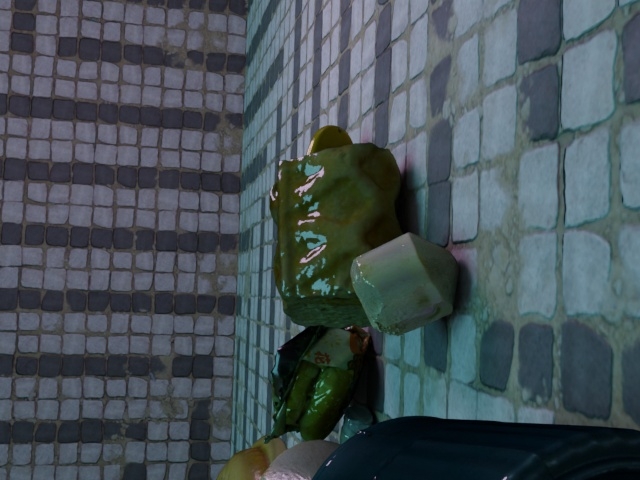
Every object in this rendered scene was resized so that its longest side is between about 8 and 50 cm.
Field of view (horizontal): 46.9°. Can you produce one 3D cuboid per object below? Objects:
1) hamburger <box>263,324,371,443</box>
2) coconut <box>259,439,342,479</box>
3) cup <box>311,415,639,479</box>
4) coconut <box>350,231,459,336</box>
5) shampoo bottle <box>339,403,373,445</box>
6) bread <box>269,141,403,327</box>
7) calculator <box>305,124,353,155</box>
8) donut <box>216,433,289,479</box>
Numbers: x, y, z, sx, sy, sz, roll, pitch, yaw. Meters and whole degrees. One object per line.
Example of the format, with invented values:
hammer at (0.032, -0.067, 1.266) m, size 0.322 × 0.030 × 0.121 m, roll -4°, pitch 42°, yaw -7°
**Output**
hamburger at (-0.010, 0.250, 1.213) m, size 0.235 × 0.125 × 0.214 m, roll -47°, pitch -29°, yaw -53°
coconut at (-0.001, 0.411, 1.075) m, size 0.241 × 0.241 × 0.241 m, roll -177°, pitch 90°, yaw -77°
cup at (0.127, 0.271, 0.496) m, size 0.292 × 0.242 × 0.308 m, roll 137°, pitch 137°, yaw -68°
coconut at (0.109, 0.050, 0.893) m, size 0.116 × 0.122 × 0.116 m, roll 59°, pitch -167°, yaw -23°
shampoo bottle at (0.049, 0.375, 1.211) m, size 0.072 × 0.049 × 0.212 m, roll -120°, pitch 36°, yaw -70°
bread at (0.027, 0.003, 1.094) m, size 0.196 × 0.238 × 0.252 m, roll 31°, pitch -123°, yaw -58°
calculator at (0.017, -0.082, 1.282) m, size 0.032 × 0.146 × 0.235 m, roll 2°, pitch 88°, yaw 38°
donut at (-0.113, 0.616, 1.473) m, size 0.449 × 0.198 × 0.449 m, roll -171°, pitch 90°, yaw -73°
